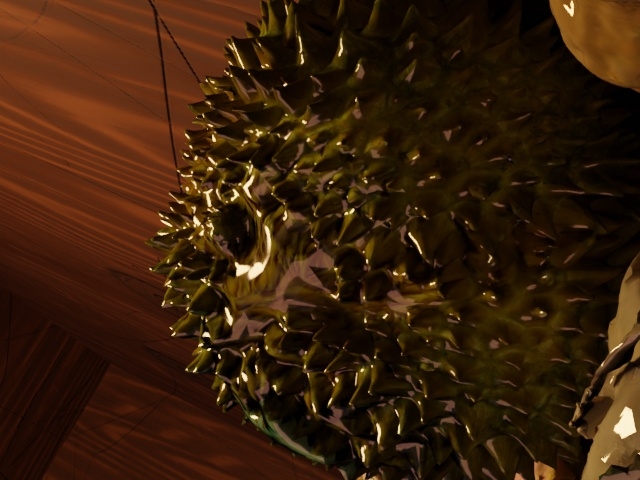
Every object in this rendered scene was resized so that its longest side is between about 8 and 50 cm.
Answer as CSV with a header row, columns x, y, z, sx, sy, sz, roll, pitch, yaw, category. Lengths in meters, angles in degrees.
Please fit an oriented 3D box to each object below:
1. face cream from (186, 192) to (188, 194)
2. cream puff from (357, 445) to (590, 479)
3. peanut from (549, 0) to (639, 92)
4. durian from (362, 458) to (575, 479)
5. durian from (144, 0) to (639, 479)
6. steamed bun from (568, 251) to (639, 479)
x,y,z,sx,sy,sz,roll,pitch,yaw,category
0.000,0.000,1.113,0.139,0.067,0.285,37,165,-24,face cream
0.140,0.290,1.506,0.324,0.257,0.291,37,161,-28,cream puff
0.108,-0.111,0.430,0.099,0.099,0.214,26,172,17,peanut
0.114,0.141,1.247,0.305,0.185,0.195,27,-173,30,durian
0.041,0.007,0.696,0.291,0.224,0.291,34,166,10,durian
0.252,0.078,0.538,0.268,0.207,0.280,-33,100,33,steamed bun
